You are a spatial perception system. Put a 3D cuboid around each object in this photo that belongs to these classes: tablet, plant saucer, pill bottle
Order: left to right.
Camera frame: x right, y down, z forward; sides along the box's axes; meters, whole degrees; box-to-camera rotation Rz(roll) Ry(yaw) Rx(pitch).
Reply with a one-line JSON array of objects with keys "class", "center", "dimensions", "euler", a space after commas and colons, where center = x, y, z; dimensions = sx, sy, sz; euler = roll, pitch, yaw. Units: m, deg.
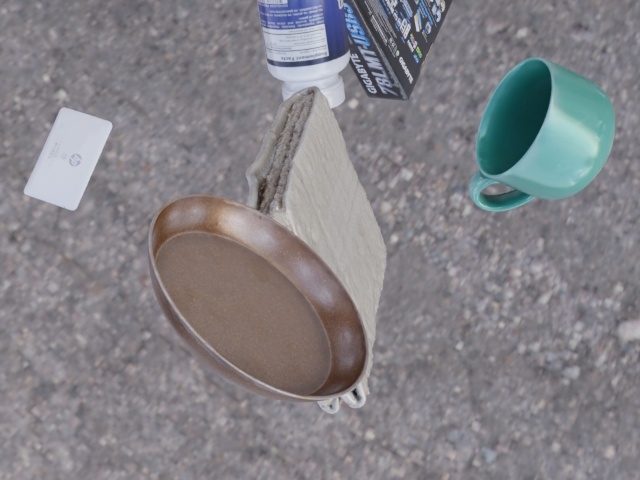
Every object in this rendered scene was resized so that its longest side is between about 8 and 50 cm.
[{"class": "tablet", "center": [-0.216, -0.070, 1.063], "dimensions": [0.054, 0.083, 0.006], "euler": [18, 170, 20]}, {"class": "plant saucer", "center": [-0.044, 0.041, 0.796], "dimensions": [0.168, 0.168, 0.029], "euler": [41, 118, -3]}, {"class": "pill bottle", "center": [-0.018, -0.231, 1.366], "dimensions": [0.094, 0.094, 0.169], "euler": [3, 117, 24]}]

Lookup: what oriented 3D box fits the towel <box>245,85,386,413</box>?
[{"class": "towel", "center": [0.000, 0.000, 1.042], "dimensions": [0.049, 0.282, 0.187], "euler": [-16, 113, 15]}]

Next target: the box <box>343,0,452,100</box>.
[{"class": "box", "center": [0.095, -0.391, 1.677], "dimensions": [0.073, 0.293, 0.295], "euler": [8, 153, 30]}]

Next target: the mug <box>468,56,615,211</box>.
[{"class": "mug", "center": [0.225, -0.102, 1.255], "dimensions": [0.097, 0.129, 0.158], "euler": [19, 157, -21]}]
